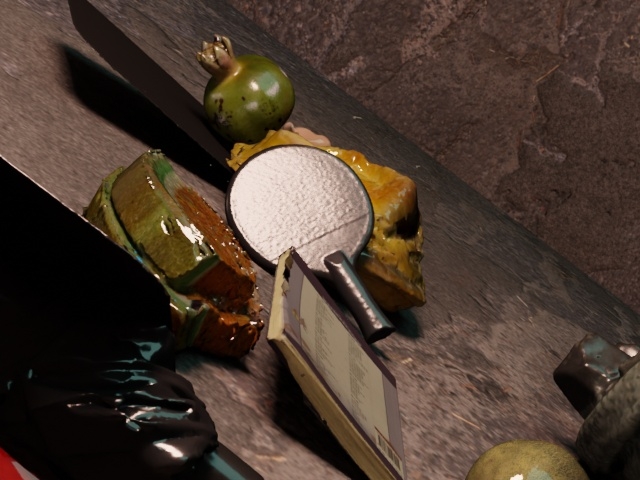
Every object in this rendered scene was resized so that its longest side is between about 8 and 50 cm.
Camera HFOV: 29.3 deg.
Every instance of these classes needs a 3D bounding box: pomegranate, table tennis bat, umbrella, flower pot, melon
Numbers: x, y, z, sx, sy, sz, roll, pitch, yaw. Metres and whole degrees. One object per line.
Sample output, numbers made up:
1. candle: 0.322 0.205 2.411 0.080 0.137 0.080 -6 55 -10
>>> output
1. pomegranate: -0.095 -0.180 1.444 0.142 0.114 0.114 54 0 -35
2. table tennis bat: 0.000 0.000 1.226 0.236 0.150 0.027 57 -23 19
3. umbrella: -0.144 0.054 0.617 0.272 0.110 0.122 36 -22 -5
4. flower pot: 0.414 0.162 1.283 0.283 0.299 0.299 50 17 27
5. melon: 0.154 0.197 0.915 0.098 0.098 0.131 42 10 25

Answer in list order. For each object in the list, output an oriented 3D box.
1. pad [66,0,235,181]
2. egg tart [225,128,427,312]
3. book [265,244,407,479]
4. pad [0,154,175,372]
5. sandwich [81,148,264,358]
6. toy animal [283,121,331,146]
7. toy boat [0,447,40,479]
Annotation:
1. pad: -0.167 -0.120 1.412 0.375 0.063 0.315 41 8 -27
2. egg tart: 0.027 -0.044 1.381 0.297 0.132 0.297 36 12 -9
3. book: 0.012 0.100 0.975 0.157 0.026 0.231 54 9 -12
4. pad: -0.152 0.008 0.687 0.181 0.004 0.267 36 -17 6
5. sandwich: -0.105 0.010 0.941 0.159 0.079 0.235 34 13 -14
6. toy animal: -0.010 -0.094 1.604 0.150 0.083 0.089 42 16 19
7. toy boat: -0.163 0.105 0.314 0.332 0.145 0.133 37 40 6
